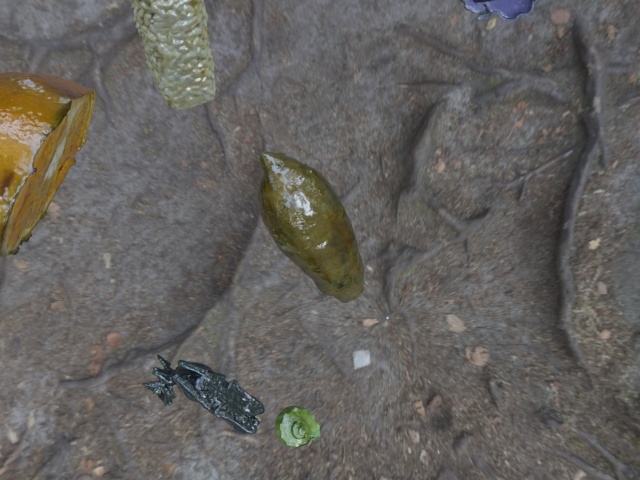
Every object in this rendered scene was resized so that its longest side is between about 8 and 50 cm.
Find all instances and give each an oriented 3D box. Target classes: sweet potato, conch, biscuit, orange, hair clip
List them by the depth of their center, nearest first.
[{"bbox_3d":[-0.168,-0.230,0.831,0.082,0.169,0.070,-15,54,-13],"label":"biscuit"},{"bbox_3d":[-0.417,-0.114,1.019,0.274,0.274,0.310,-41,48,0],"label":"orange"},{"bbox_3d":[0.003,0.004,1.195,0.130,0.423,0.131,-13,52,17],"label":"sweet potato"},{"bbox_3d":[-0.043,0.338,1.297,0.089,0.121,0.074,27,76,-16],"label":"conch"},{"bbox_3d":[0.360,-0.485,1.416,0.195,0.124,0.052,5,44,41],"label":"hair clip"}]

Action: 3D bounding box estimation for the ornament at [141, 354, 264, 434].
[{"bbox_3d":[-0.227,0.283,1.335,0.202,0.236,0.080,39,63,-22],"label":"ornament"}]
